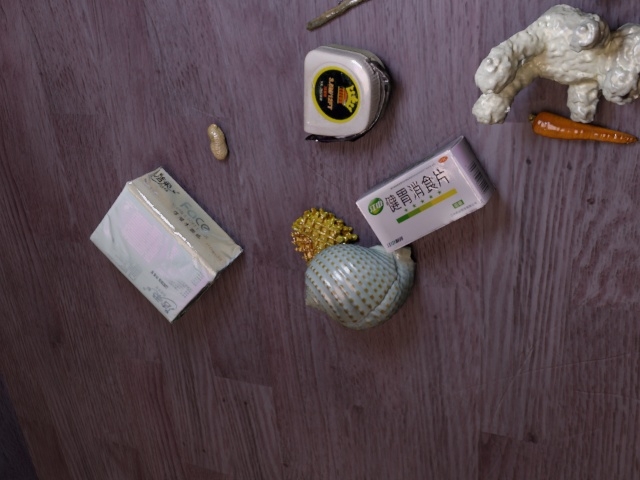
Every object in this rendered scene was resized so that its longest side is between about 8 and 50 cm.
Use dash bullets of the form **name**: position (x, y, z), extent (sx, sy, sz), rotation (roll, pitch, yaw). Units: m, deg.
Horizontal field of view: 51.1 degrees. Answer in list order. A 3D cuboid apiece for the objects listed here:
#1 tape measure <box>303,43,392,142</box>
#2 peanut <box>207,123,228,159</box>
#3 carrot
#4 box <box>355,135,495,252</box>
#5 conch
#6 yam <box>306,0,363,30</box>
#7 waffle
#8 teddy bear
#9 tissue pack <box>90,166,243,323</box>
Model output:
- **tape measure**: position (0.075, -0.370, 1.777), extent (0.231, 0.133, 0.271), rotation (21, 124, 26)
- **peanut**: position (-0.317, -0.303, 2.057), extent (0.054, 0.054, 0.113), rotation (-2, 110, 28)
- **carrot**: position (0.621, -0.258, 1.594), extent (0.257, 0.061, 0.061), rotation (17, 121, 15)
- **box**: position (0.274, -0.118, 1.788), extent (0.333, 0.145, 0.173), rotation (-28, 97, 35)
- **conch**: position (0.119, 0.144, 1.925), extent (0.319, 0.215, 0.303), rotation (-13, 130, 17)
- **yam**: position (0.058, -0.603, 1.730), extent (0.234, 0.029, 0.027), rotation (-18, 132, 31)
- **waffle**: position (0.000, 0.000, 2.031), extent (0.193, 0.070, 0.197), rotation (46, 125, -1)
- **teddy bear**: position (0.584, -0.337, 1.423), extent (0.362, 0.375, 0.327), rotation (42, 170, 24)
- **tissue pack**: position (-0.512, 0.016, 2.220), extent (0.405, 0.205, 0.332), rotation (45, 126, 0)
